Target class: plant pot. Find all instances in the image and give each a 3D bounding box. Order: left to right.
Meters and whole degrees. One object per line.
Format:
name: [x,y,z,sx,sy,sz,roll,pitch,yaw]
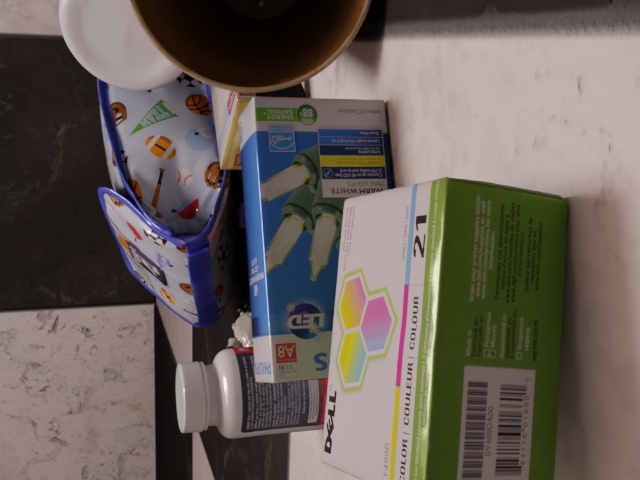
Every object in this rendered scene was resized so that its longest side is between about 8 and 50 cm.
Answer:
plant pot: [-0.068,-0.292,0.857,0.254,0.237,0.237,-94,7,-73]

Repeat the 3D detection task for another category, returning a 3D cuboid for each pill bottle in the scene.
pill bottle: [-0.268,-0.421,1.312,0.362,0.210,0.210,-79,1,-49]
pill bottle: [-0.078,0.180,0.950,0.108,0.180,0.107,178,90,-73]

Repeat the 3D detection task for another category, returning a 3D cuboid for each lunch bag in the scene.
lunch bag: [-0.261,-0.073,1.414,0.327,0.239,0.385,95,158,-60]

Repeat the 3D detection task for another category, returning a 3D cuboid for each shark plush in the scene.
shark plush: [-0.121,0.159,1.315,0.067,0.073,0.161,63,172,-31]

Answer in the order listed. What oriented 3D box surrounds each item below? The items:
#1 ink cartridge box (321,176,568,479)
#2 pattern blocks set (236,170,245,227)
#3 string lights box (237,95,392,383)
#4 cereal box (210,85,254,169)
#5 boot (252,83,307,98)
ink cartridge box: [0.048,0.067,0.569,0.255,0.097,0.188,-7,77,63]
pattern blocks set: [-0.101,-0.156,1.251,0.285,0.026,0.324,-118,31,-55]
string lights box: [0.000,0.000,0.756,0.077,0.134,0.259,150,116,-70]
cereal box: [-0.135,-0.253,1.224,0.173,0.047,0.240,116,147,-57]
boot: [-0.062,-0.120,1.038,0.106,0.082,0.219,171,94,-70]
